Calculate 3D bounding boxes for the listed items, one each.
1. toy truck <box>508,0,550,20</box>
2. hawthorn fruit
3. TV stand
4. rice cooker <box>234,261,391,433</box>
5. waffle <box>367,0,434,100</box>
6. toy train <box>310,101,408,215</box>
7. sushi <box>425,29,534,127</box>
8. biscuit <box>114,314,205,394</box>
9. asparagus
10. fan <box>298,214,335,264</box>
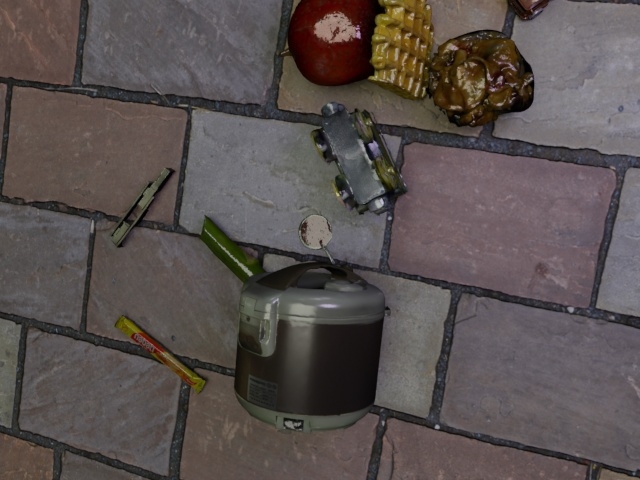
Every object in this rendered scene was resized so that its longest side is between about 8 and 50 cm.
[{"bbox_3d":[0.480,-0.541,1.198,0.192,0.092,0.083,-34,87,15],"label":"toy truck"},{"bbox_3d":[0.025,-0.441,1.276,0.250,0.215,0.215,-15,90,20],"label":"hawthorn fruit"},{"bbox_3d":[-0.456,-0.088,1.504,0.042,0.036,0.249,42,103,10],"label":"TV stand"},{"bbox_3d":[-0.029,0.208,1.273,0.336,0.335,0.325,7,97,14],"label":"rice cooker"},{"bbox_3d":[0.172,-0.421,1.222,0.057,0.229,0.218,12,95,32],"label":"waffle"},{"bbox_3d":[0.082,-0.174,1.286,0.134,0.177,0.260,-25,87,15],"label":"toy train"},{"bbox_3d":[0.324,-0.322,1.199,0.200,0.204,0.213,-36,80,19],"label":"sushi"},{"bbox_3d":[-0.417,0.293,1.531,0.292,0.026,0.048,35,121,10],"label":"biscuit"},{"bbox_3d":[-0.203,0.050,1.438,0.278,0.060,0.067,41,113,9],"label":"asparagus"},{"bbox_3d":[0.000,0.000,1.409,0.085,0.005,0.133,-33,85,14],"label":"fan"}]
